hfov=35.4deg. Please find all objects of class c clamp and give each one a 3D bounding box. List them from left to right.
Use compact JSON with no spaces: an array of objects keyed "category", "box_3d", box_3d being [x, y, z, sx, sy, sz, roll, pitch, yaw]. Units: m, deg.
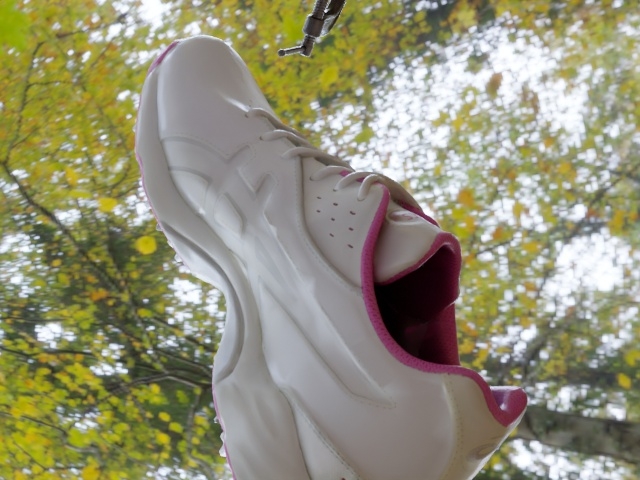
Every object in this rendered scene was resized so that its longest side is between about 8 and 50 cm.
[{"category":"c clamp","box_3d":[0.016,-0.239,0.900,0.022,0.137,0.160,24,-74,10]}]

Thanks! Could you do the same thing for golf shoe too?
[{"category":"golf shoe","box_3d":[0.000,0.000,0.503,0.115,0.140,0.306,16,-136,-51]}]
